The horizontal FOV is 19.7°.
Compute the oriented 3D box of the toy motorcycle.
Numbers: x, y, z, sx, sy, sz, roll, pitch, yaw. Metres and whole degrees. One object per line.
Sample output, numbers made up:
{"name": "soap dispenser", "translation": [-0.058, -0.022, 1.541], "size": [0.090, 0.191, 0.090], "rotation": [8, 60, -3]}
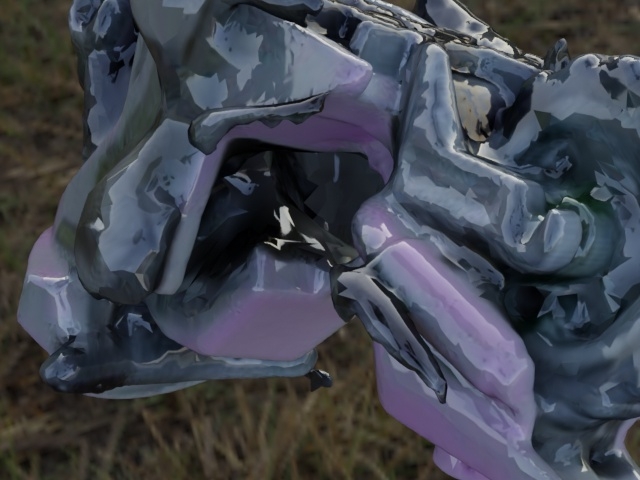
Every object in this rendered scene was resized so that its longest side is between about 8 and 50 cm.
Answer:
{"name": "toy motorcycle", "translation": [0.000, 0.000, 0.595], "size": [0.143, 0.188, 0.327], "rotation": [6, 17, -41]}
